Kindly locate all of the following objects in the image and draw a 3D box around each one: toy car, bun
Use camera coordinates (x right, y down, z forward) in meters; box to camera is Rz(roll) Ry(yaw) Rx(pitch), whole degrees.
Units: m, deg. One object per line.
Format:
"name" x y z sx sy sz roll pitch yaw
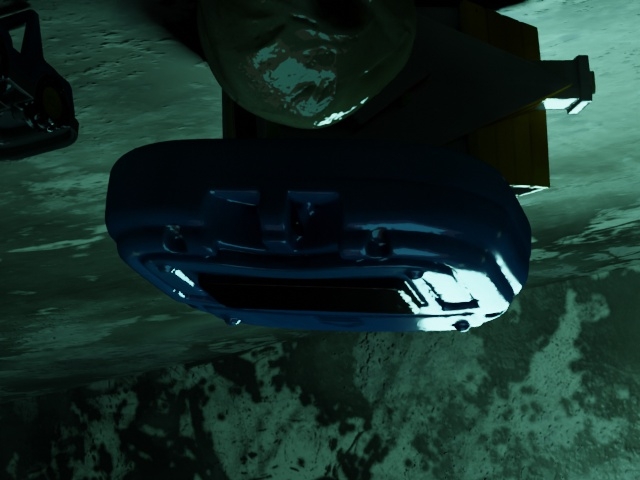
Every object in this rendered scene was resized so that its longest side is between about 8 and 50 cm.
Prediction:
"toy car" -0.275 -0.143 1.585 0.097 0.100 0.191 -12 149 26
"bun" -0.005 -0.165 1.350 0.173 0.166 0.113 46 166 -25

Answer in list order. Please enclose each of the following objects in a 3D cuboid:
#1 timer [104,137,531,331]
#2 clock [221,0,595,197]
"timer" 0.000 0.000 1.677 0.340 0.115 0.309 1 164 15
"clock" 0.080 -0.112 1.770 0.309 0.166 0.235 -2 169 -11
